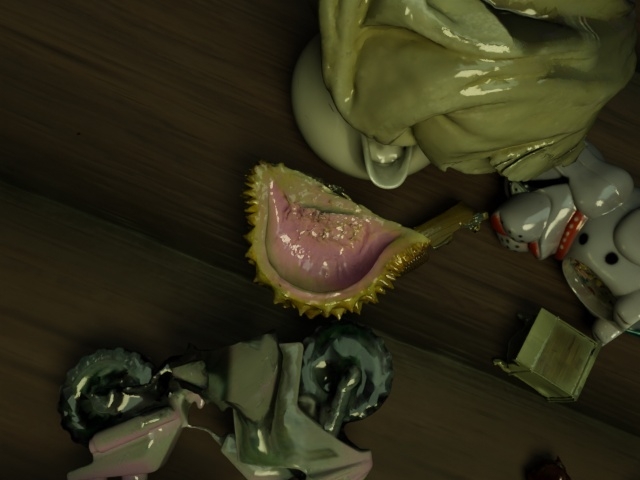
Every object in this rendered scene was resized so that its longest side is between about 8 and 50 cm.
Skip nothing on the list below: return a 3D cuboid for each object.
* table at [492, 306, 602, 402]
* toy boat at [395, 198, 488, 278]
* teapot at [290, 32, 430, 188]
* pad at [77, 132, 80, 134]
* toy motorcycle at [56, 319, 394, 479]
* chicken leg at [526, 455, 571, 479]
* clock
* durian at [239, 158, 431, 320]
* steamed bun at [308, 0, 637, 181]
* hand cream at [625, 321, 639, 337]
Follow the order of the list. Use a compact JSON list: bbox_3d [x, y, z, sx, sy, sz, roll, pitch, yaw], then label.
[{"bbox_3d":[0.261,0.132,0.707,0.083,0.062,0.079,33,72,-1],"label":"table"},{"bbox_3d":[0.135,-0.005,0.731,0.149,0.047,0.049,-28,95,-14],"label":"toy boat"},{"bbox_3d":[0.067,-0.185,0.719,0.204,0.139,0.298,1,75,-8],"label":"teapot"},{"bbox_3d":[-0.405,-0.124,0.653,0.323,0.055,0.250,-13,77,4],"label":"pad"},{"bbox_3d":[-0.084,0.183,0.588,0.327,0.143,0.188,-6,76,-5],"label":"toy motorcycle"},{"bbox_3d":[0.274,0.405,0.631,0.177,0.083,0.322,16,74,8],"label":"chicken leg"},{"bbox_3d":[0.315,-0.024,0.712,0.189,0.189,0.254,-34,69,-17],"label":"clock"},{"bbox_3d":[0.002,0.000,0.638,0.182,0.165,0.132,12,111,-13],"label":"durian"},{"bbox_3d":[0.170,-0.237,0.573,0.394,0.237,0.346,41,59,-21],"label":"steamed bun"},{"bbox_3d":[0.497,0.105,0.771,0.271,0.061,0.120,23,76,4],"label":"hand cream"}]
